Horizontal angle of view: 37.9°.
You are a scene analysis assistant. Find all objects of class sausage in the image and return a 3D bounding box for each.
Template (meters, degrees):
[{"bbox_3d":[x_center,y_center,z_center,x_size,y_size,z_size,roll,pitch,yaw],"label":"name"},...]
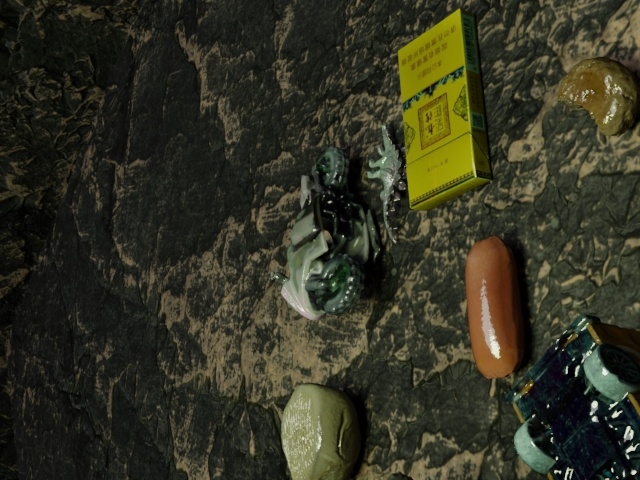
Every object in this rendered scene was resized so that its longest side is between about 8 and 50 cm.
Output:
[{"bbox_3d":[0.234,0.090,1.256,0.077,0.077,0.194,-27,60,53],"label":"sausage"}]

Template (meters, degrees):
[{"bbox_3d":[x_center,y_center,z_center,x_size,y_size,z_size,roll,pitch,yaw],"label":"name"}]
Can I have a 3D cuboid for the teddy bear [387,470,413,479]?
[{"bbox_3d":[0.194,0.407,1.194,0.171,0.144,0.251,-26,59,29],"label":"teddy bear"}]

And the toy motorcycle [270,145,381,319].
[{"bbox_3d":[0.000,0.000,1.590,0.188,0.143,0.327,-46,39,43],"label":"toy motorcycle"}]

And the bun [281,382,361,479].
[{"bbox_3d":[0.009,0.321,1.519,0.166,0.113,0.173,-165,84,-65],"label":"bun"}]

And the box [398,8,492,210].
[{"bbox_3d":[0.188,-0.199,1.434,0.153,0.041,0.279,-26,60,51],"label":"box"}]

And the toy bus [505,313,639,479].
[{"bbox_3d":[0.343,0.248,0.929,0.162,0.194,0.323,-57,36,33],"label":"toy bus"}]

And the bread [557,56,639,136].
[{"bbox_3d":[0.352,-0.181,1.147,0.082,0.060,0.113,-64,38,27],"label":"bread"}]

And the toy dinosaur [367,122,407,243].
[{"bbox_3d":[0.114,-0.098,1.524,0.082,0.039,0.209,-21,65,53],"label":"toy dinosaur"}]
